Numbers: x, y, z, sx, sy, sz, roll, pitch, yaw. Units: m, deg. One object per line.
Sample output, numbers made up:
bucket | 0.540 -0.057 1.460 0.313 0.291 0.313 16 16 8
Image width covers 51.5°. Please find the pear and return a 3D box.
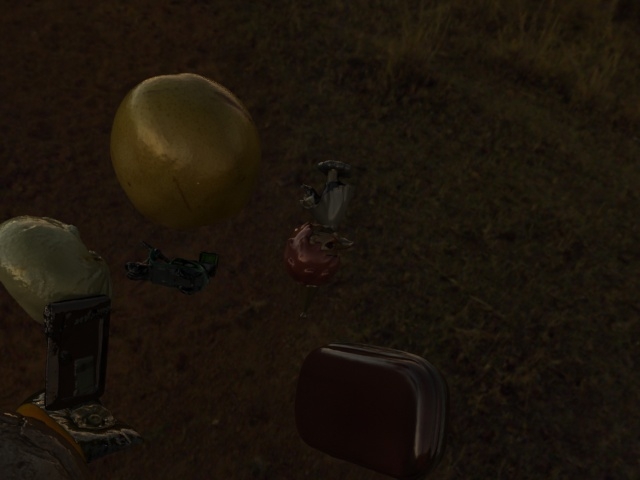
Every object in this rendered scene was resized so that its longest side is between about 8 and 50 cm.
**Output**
pear | -0.265 -0.181 1.333 0.314 0.314 0.314 11 38 -8

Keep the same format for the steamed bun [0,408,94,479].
steamed bun | -0.467 0.364 1.001 0.301 0.251 0.199 40 39 -14

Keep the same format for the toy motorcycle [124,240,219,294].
toy motorcycle | -0.292 0.054 1.300 0.173 0.058 0.100 8 34 -4

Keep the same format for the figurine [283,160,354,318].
figurine | 0.000 0.000 1.618 0.166 0.387 0.207 10 -8 11

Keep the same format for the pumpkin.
pumpkin | -0.492 0.409 1.318 0.280 0.190 0.139 28 20 36

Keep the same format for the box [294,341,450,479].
box | 0.104 0.360 1.443 0.108 0.263 0.404 12 -7 -43

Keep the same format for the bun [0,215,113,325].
bun | -0.402 0.042 1.036 0.127 0.222 0.222 -41 54 2

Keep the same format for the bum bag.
bum bag | -0.354 0.161 0.962 0.026 0.159 0.109 8 5 30
